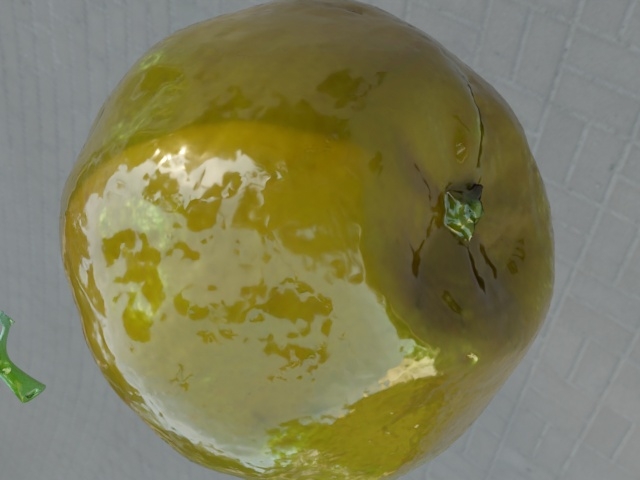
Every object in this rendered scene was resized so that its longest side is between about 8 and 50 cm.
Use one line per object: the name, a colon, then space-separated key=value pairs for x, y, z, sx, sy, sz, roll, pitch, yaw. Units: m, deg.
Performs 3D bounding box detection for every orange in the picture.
orange: x=0.000 y=0.000 z=0.476 sx=0.235 sy=0.279 sz=0.279 roll=-28 pitch=100 yaw=45

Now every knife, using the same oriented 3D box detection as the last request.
knife: x=-0.324 y=0.135 z=0.878 sx=0.022 sy=0.078 sz=0.166 roll=50 pitch=165 yaw=30
